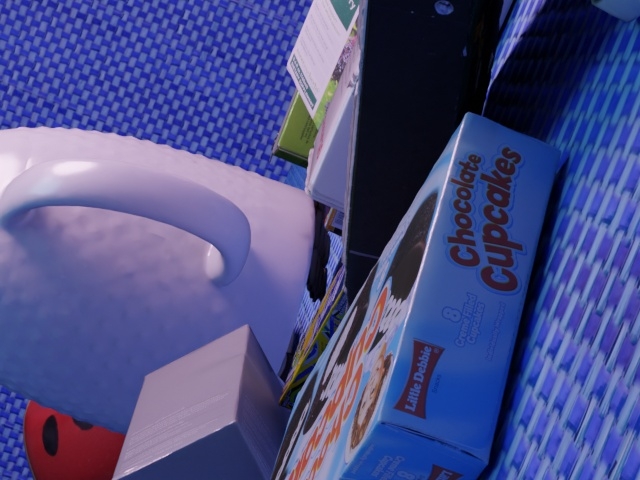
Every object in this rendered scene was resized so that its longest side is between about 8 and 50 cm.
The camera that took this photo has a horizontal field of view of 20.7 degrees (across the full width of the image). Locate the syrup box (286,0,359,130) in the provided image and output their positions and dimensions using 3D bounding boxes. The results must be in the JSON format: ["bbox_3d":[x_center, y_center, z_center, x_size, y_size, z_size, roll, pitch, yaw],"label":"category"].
[{"bbox_3d":[0.055,-0.220,1.691,0.093,0.096,0.237,64,149,29],"label":"syrup box"}]

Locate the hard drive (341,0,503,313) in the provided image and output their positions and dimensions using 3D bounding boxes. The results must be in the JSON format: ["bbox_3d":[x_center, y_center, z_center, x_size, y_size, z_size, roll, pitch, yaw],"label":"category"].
[{"bbox_3d":[0.071,-0.139,1.035,0.339,0.064,0.237,94,-170,-51],"label":"hard drive"}]

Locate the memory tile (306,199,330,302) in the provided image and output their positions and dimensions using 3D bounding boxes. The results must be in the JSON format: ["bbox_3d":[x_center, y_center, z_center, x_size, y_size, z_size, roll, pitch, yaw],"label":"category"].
[{"bbox_3d":[0.000,0.000,1.735,0.148,0.012,0.113,72,-156,-79],"label":"memory tile"}]

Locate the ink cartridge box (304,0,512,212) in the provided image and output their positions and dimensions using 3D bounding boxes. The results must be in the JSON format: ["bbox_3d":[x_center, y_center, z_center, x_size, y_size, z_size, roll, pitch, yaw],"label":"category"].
[{"bbox_3d":[0.069,-0.133,1.354,0.158,0.092,0.218,-83,17,-73],"label":"ink cartridge box"}]

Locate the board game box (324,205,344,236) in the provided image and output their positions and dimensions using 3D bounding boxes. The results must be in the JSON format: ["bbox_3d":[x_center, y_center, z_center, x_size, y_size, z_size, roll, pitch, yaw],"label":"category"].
[{"bbox_3d":[0.056,-0.094,1.600,0.141,0.048,0.170,-78,10,-75],"label":"board game box"}]

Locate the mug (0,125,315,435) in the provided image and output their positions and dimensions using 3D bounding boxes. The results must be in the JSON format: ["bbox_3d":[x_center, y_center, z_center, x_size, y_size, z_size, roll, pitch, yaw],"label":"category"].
[{"bbox_3d":[-0.191,0.018,1.609,0.374,0.328,0.276,134,151,-64],"label":"mug"}]

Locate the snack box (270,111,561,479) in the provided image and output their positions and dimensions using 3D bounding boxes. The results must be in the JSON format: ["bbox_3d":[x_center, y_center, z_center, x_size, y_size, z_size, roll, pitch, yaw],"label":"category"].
[{"bbox_3d":[0.030,0.098,0.946,0.322,0.060,0.187,118,172,-54],"label":"snack box"}]

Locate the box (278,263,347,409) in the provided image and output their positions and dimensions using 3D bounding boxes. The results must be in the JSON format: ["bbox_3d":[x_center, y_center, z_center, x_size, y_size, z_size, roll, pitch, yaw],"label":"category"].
[{"bbox_3d":[0.023,0.063,1.221,0.169,0.054,0.059,116,174,-52],"label":"box"}]

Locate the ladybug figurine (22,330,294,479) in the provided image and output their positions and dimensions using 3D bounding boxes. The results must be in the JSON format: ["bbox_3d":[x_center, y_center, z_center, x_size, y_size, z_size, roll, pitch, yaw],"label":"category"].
[{"bbox_3d":[-0.200,0.176,1.990,0.449,0.162,0.305,-33,27,44],"label":"ladybug figurine"}]

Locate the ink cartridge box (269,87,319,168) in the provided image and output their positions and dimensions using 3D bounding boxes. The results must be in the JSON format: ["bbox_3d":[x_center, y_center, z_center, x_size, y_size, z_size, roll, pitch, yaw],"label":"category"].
[{"bbox_3d":[0.015,-0.176,2.169,0.255,0.097,0.188,160,131,-86],"label":"ink cartridge box"}]

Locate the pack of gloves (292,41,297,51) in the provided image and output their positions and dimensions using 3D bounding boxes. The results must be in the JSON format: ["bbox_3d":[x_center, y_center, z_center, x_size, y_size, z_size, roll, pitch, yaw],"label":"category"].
[{"bbox_3d":[0.083,-0.310,2.013,0.195,0.046,0.232,-19,38,40],"label":"pack of gloves"}]

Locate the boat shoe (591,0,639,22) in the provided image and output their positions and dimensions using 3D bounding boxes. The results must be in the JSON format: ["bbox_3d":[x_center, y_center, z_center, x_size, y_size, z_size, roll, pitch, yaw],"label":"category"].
[{"bbox_3d":[0.163,-0.258,0.827,0.109,0.091,0.305,150,141,-82],"label":"boat shoe"}]

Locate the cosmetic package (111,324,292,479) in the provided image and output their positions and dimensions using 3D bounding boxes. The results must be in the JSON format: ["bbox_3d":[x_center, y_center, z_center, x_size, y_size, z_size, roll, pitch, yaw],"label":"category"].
[{"bbox_3d":[-0.069,0.162,1.257,0.107,0.127,0.238,-27,10,3],"label":"cosmetic package"}]

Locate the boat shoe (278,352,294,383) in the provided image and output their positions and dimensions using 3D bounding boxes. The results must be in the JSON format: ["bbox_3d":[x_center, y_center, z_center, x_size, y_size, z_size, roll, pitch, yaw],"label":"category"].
[{"bbox_3d":[-0.045,0.160,1.644,0.049,0.043,0.137,-91,21,-59],"label":"boat shoe"}]
